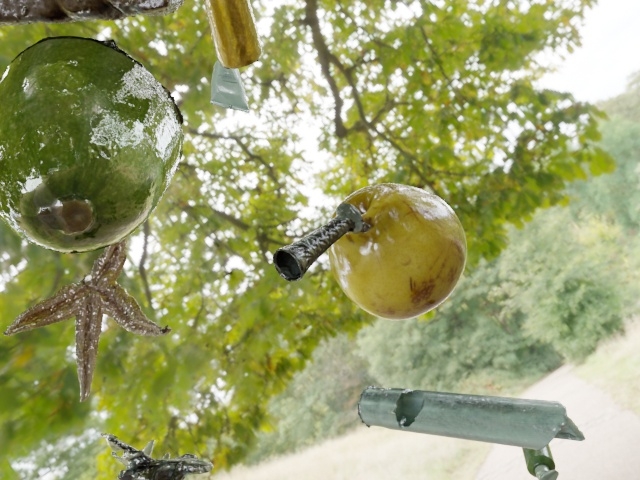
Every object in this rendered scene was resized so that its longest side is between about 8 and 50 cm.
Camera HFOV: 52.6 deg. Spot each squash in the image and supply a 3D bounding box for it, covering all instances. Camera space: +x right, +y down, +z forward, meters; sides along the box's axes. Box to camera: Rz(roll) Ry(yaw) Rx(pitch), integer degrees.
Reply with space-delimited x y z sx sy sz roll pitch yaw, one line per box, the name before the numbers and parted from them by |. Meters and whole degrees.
squash | -0.373 -0.100 0.943 0.310 0.310 0.309 -42 26 25

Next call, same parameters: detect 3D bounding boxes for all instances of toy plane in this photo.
toy plane | -0.229 0.342 0.939 0.088 0.192 0.262 -51 16 -30

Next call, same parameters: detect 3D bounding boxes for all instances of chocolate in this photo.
chocolate | -0.145 -0.371 1.003 0.085 0.085 0.219 -36 -29 -16

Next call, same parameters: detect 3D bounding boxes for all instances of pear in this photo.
pear | 0.149 0.018 1.278 0.280 0.281 0.281 -37 -7 -6

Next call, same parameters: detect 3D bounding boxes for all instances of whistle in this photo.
whistle | 0.185 0.232 0.855 0.312 0.062 0.062 -7 17 43

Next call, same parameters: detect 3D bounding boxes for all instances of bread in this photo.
bread | -0.433 -0.409 1.051 0.416 0.113 0.165 -3 24 4

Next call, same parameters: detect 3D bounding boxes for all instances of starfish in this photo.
starfish | -0.567 0.149 1.605 0.398 0.384 0.132 -33 -22 -10

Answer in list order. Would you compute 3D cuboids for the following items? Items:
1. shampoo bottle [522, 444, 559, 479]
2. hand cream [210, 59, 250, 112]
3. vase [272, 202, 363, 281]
shampoo bottle | 0.478 0.464 1.424 0.065 0.065 0.204 -41 9 19
hand cream | -0.268 -0.451 1.873 0.321 0.109 0.067 -107 32 -54
vase | 0.000 0.000 1.024 0.167 0.059 0.059 -38 -6 -40
